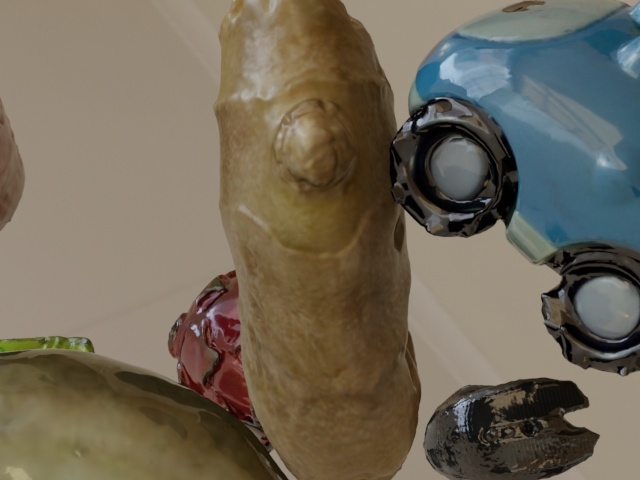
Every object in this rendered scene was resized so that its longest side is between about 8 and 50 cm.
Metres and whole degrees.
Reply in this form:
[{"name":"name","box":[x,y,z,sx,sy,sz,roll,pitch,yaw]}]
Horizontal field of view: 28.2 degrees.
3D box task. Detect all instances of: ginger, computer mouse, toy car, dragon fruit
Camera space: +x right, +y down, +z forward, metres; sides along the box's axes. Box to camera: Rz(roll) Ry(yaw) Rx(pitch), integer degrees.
[{"name":"ginger","box":[0.000,0.000,0.825,0.126,0.354,0.190,-11,-167,-8]},{"name":"computer mouse","box":[0.133,0.141,0.926,0.047,0.135,0.079,4,-106,-64]},{"name":"toy car","box":[0.181,-0.056,0.758,0.255,0.190,0.188,43,-149,13]},{"name":"dragon fruit","box":[-0.056,0.133,1.457,0.274,0.193,0.192,13,-142,34]}]

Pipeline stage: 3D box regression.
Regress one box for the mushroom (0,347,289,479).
[{"name":"mushroom","box":[-0.149,0.218,0.580,0.352,0.260,0.352,3,-113,-7]}]

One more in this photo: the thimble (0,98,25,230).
[{"name":"thimble","box":[-0.429,-0.093,1.279,0.239,0.162,0.239,0,-123,0]}]

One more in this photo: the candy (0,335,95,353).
[{"name":"candy","box":[-0.288,0.128,0.896,0.069,0.246,0.149,61,-151,-34]}]
